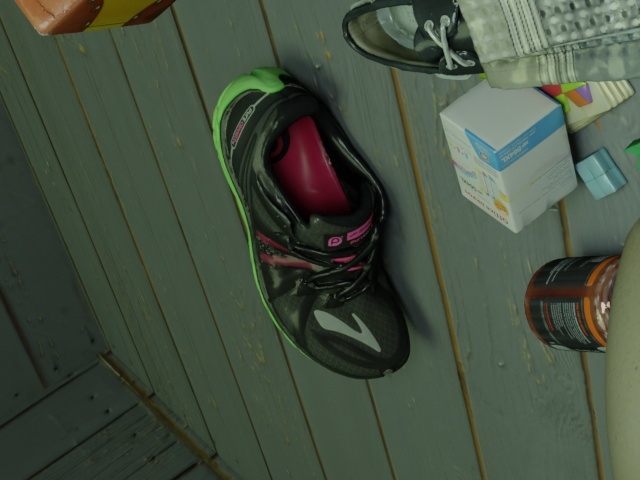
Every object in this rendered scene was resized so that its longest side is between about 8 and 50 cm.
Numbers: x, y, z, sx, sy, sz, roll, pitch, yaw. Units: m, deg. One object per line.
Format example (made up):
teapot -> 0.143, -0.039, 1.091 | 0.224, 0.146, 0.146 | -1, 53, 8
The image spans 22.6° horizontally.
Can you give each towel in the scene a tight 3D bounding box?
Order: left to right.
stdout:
towel -> 0.201, -0.273, 1.344 | 0.312, 0.056, 0.324 | -4, 120, 46

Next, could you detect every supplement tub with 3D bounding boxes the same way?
supplement tub -> 0.304, 0.067, 1.682 | 0.106, 0.106, 0.198 | 60, 161, -10

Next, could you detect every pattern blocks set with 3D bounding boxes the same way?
pattern blocks set -> 0.222, -0.193, 1.584 | 0.325, 0.026, 0.285 | 52, 160, 9

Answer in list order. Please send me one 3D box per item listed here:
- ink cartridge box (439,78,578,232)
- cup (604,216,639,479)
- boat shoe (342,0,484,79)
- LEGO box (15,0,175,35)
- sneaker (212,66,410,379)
ink cartridge box -> 0.197, -0.086, 1.646 | 0.092, 0.090, 0.143 | 41, 160, 41
cup -> 0.370, 0.077, 1.318 | 0.331, 0.331, 0.237 | 92, 165, -59
boat shoe -> 0.129, -0.207, 1.596 | 0.302, 0.091, 0.114 | 14, 134, 62
LEGO box -> -0.115, -0.463, 1.275 | 0.372, 0.500, 0.193 | 54, -156, 4
sneaker -> 0.000, 0.000, 2.164 | 0.202, 0.185, 0.482 | 26, 146, 61
